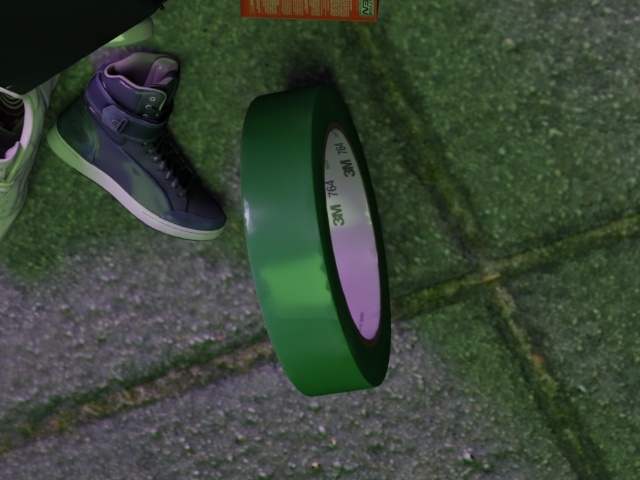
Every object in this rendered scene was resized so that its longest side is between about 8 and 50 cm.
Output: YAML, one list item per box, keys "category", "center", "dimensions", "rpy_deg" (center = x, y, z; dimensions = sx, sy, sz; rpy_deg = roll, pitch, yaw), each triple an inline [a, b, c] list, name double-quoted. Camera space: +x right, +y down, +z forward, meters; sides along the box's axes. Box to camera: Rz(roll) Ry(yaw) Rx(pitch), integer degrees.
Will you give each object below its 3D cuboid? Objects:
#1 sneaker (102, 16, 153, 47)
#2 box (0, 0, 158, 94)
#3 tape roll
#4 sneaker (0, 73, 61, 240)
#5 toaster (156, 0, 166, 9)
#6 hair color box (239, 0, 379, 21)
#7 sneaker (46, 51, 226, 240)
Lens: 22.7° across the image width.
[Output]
- category: "sneaker"
  center: [-0.264, -0.294, 1.592]
  dimensions: [0.256, 0.094, 0.151]
  rpy_deg: [30, 125, 28]
- category: "box"
  center: [-0.341, -0.341, 1.397]
  dimensions: [0.179, 0.312, 0.343]
  rpy_deg: [-27, 71, 23]
- category: "tape roll"
  center: [0.000, 0.000, 1.670]
  dimensions: [0.077, 0.321, 0.321]
  rpy_deg: [-9, 122, 13]
- category: "sneaker"
  center: [-0.373, -0.092, 1.755]
  dimensions: [0.114, 0.152, 0.305]
  rpy_deg: [18, 125, -8]
- category: "toaster"
  center: [-0.133, -0.322, 1.569]
  dimensions: [0.185, 0.168, 0.110]
  rpy_deg: [-29, 113, 22]
- category: "hair color box"
  center: [-0.009, -0.261, 1.649]
  dimensions: [0.141, 0.072, 0.043]
  rpy_deg: [3, 123, 4]
- category: "sneaker"
  center: [-0.170, -0.106, 1.761]
  dimensions: [0.226, 0.086, 0.163]
  rpy_deg: [34, 123, -14]
